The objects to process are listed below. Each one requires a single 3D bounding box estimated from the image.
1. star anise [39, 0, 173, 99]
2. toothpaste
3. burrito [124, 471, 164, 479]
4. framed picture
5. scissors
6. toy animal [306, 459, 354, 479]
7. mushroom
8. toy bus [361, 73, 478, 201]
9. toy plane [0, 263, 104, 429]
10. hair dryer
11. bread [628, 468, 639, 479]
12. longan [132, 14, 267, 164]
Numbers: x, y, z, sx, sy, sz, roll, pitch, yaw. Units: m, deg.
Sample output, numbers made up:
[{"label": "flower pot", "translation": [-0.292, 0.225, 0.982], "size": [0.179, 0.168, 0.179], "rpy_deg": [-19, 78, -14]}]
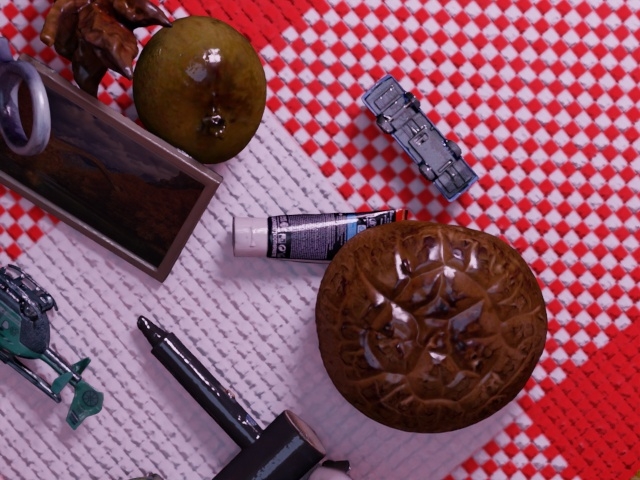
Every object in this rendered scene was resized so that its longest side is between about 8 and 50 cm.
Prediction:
[{"label": "star anise", "translation": [-0.231, -0.249, 1.653], "size": [0.111, 0.212, 0.196], "rpy_deg": [26, 90, -27]}, {"label": "toothpaste", "translation": [0.000, 0.000, 1.746], "size": [0.194, 0.045, 0.071], "rpy_deg": [0, 103, -6]}, {"label": "burrito", "translation": [-0.217, 0.378, 1.755], "size": [0.144, 0.089, 0.228], "rpy_deg": [-5, 96, -2]}, {"label": "framed picture", "translation": [-0.241, -0.074, 1.698], "size": [0.250, 0.016, 0.184], "rpy_deg": [32, 134, -3]}, {"label": "scissors", "translation": [-0.362, -0.252, 1.669], "size": [0.029, 0.256, 0.383], "rpy_deg": [-3, 82, -35]}, {"label": "toy animal", "translation": [-0.048, 0.404, 1.661], "size": [0.357, 0.258, 0.194], "rpy_deg": [-38, 85, -19]}, {"label": "mushroom", "translation": [0.117, 0.092, 1.701], "size": [0.253, 0.153, 0.253], "rpy_deg": [0, 104, 1]}, {"label": "toy bus", "translation": [0.107, -0.112, 1.724], "size": [0.051, 0.061, 0.153], "rpy_deg": [-41, 95, 2]}, {"label": "toy plane", "translation": [-0.326, 0.106, 1.747], "size": [0.235, 0.060, 0.096], "rpy_deg": [42, 101, 1]}, {"label": "hair dryer", "translation": [-0.126, 0.190, 1.758], "size": [0.255, 0.070, 0.128], "rpy_deg": [45, 94, 4]}, {"label": "bread", "translation": [0.380, 0.313, 1.745], "size": [0.094, 0.083, 0.157], "rpy_deg": [-30, 92, 5]}, {"label": "longan", "translation": [-0.124, -0.155, 1.669], "size": [0.145, 0.176, 0.155], "rpy_deg": [-42, 122, 6]}]
